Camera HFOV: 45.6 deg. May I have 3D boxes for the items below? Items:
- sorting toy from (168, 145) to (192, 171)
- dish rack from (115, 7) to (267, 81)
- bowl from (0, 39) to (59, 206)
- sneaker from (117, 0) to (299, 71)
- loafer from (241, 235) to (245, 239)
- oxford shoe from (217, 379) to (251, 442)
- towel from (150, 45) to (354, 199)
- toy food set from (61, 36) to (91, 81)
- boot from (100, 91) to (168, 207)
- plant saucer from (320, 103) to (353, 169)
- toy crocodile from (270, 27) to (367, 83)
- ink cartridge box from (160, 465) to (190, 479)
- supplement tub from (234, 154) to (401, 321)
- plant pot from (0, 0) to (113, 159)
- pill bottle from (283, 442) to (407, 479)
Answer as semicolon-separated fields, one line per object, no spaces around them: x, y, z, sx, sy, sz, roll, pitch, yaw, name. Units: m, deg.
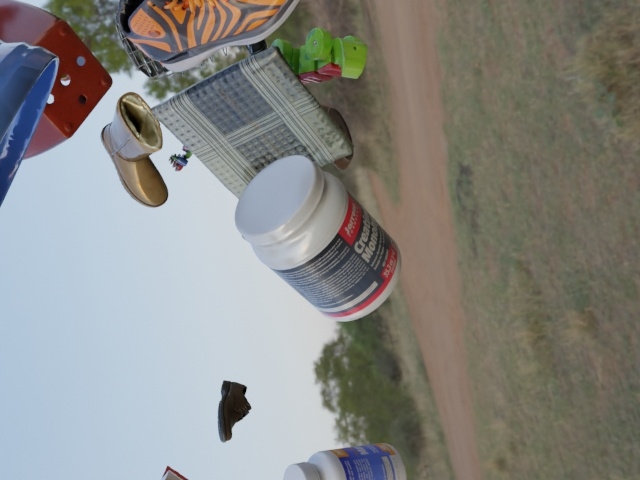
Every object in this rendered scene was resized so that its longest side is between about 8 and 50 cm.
-0.339;-0.209;1.847;0.042;0.102;0.061;28;-145;-20;sorting toy
-0.269;-0.433;1.551;0.208;0.271;0.074;61;169;18;dish rack
-0.380;-0.026;0.757;0.391;0.077;0.391;-53;22;32;bowl
-0.182;-0.383;1.193;0.180;0.321;0.125;26;-137;-56;sneaker
-0.085;0.007;1.721;0.220;0.078;0.080;17;-82;-50;loafer
-0.250;0.493;2.213;0.227;0.096;0.083;-87;2;-55;oxford shoe
-0.134;-0.235;1.598;0.324;0.312;0.056;48;-151;-41;towel
-0.684;-0.446;1.907;0.071;0.217;0.128;-36;63;59;toy food set
-0.392;-0.186;1.668;0.236;0.089;0.269;54;157;-12;boot
0.040;-0.253;1.830;0.168;0.029;0.169;50;-150;-43;plant saucer
-0.014;-0.385;1.644;0.340;0.115;0.105;4;91;52;toy crocodile
-0.184;0.406;1.191;0.145;0.045;0.179;35;-179;-4;ink cartridge box
0.000;0.000;1.322;0.272;0.191;0.191;44;-156;-38;supplement tub
-0.616;-0.345;1.641;0.267;0.235;0.267;-62;-41;-26;plant pot
0.055;0.564;1.782;0.152;0.271;0.153;-9;80;56;pill bottle
